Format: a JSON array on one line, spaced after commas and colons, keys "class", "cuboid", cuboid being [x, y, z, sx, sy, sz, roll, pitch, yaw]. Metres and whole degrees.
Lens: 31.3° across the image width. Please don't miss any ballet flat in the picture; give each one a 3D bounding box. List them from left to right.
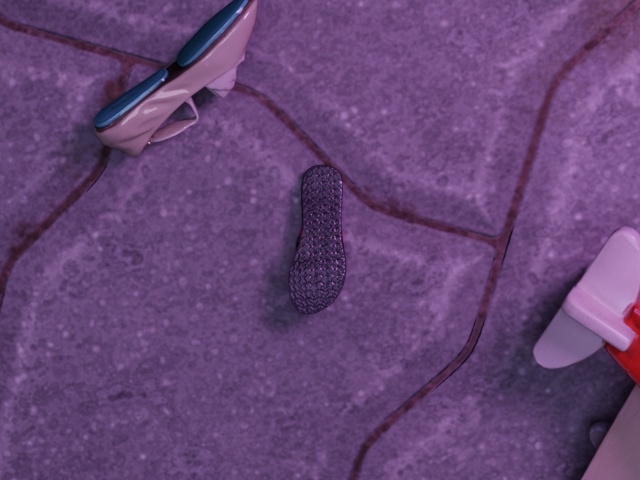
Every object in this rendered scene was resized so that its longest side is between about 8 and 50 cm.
[{"class": "ballet flat", "cuboid": [-0.153, -0.184, 1.333, 0.248, 0.086, 0.086, -36, 94, 12]}]

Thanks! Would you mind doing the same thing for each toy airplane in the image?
[{"class": "toy airplane", "cuboid": [0.435, 0.147, 1.252, 0.386, 0.272, 0.385, -10, 88, 44]}]

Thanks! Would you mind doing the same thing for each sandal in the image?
[{"class": "sandal", "cuboid": [0.000, 0.000, 1.364, 0.067, 0.040, 0.179, 5, 86, 0]}]
